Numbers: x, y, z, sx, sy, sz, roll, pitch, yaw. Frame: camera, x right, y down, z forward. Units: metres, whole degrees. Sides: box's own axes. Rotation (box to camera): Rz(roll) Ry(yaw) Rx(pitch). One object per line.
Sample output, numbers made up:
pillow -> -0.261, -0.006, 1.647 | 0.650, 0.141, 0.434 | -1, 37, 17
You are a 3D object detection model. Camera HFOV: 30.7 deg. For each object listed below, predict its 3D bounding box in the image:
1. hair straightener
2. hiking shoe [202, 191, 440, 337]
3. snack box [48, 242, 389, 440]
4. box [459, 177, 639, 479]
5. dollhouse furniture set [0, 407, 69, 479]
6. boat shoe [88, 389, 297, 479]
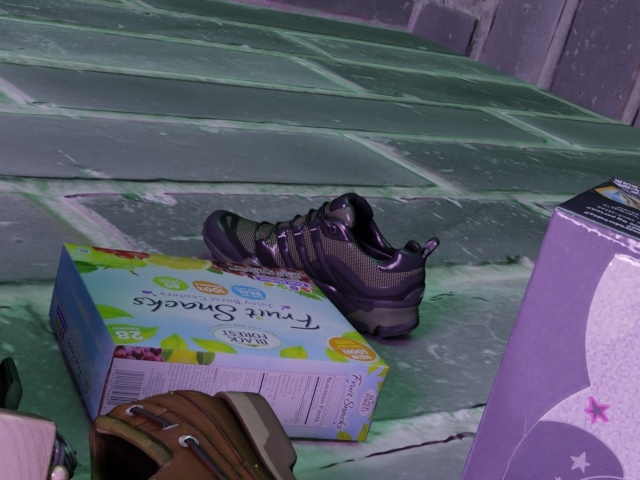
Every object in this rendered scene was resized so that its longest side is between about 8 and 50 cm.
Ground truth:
hair straightener -> -0.165, 0.101, 0.654 | 0.089, 0.047, 0.230 | 33, -11, -25
hiking shoe -> 0.000, 0.000, 1.085 | 0.227, 0.114, 0.086 | 21, 18, 15
snack box -> -0.080, 0.074, 0.863 | 0.207, 0.070, 0.174 | 7, 20, -26
box -> 0.193, 0.110, 0.707 | 0.163, 0.247, 0.142 | 24, 20, 22
dollhouse furniture set -> -0.080, 0.146, 0.428 | 0.123, 0.151, 0.144 | 12, -10, -15
boat shoe -> -0.049, 0.166, 0.578 | 0.105, 0.110, 0.307 | 5, 11, -22
